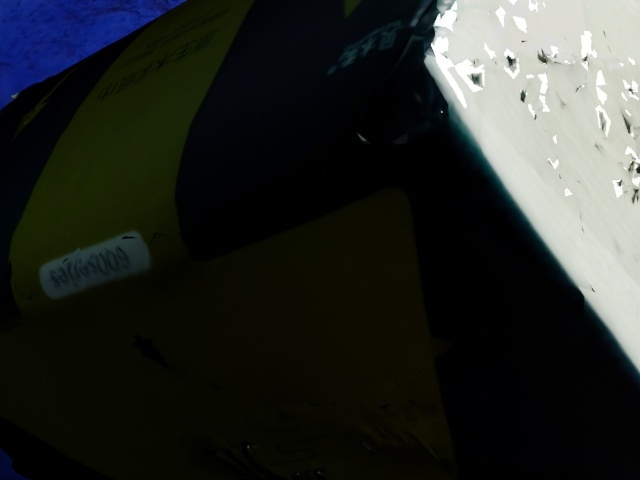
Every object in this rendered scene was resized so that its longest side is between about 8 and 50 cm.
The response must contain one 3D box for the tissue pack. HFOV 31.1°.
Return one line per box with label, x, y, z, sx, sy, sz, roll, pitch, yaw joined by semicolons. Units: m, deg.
tissue pack;0.000;0.000;0.607;0.416;0.264;0.253;-19;35;39
